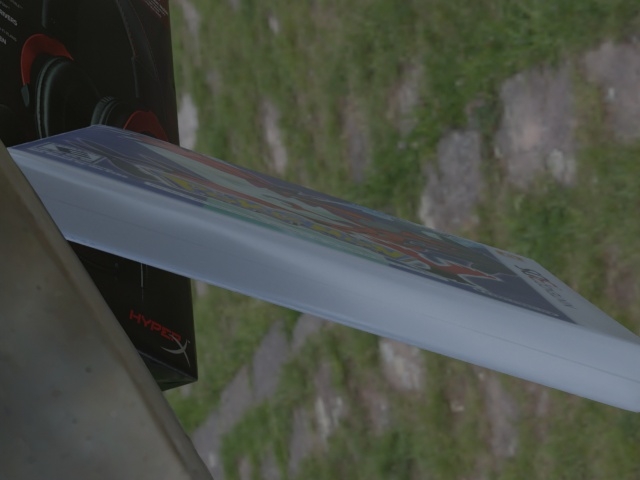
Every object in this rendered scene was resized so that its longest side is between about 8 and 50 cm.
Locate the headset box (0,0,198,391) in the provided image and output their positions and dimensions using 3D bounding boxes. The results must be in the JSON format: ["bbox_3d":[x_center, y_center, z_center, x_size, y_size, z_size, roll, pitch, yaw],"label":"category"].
[{"bbox_3d":[-0.174,-0.075,0.642,0.218,0.110,0.293,39,-142,-55],"label":"headset box"}]

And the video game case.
[{"bbox_3d":[0.000,0.000,0.435,0.183,0.201,0.023,-105,32,-82],"label":"video game case"}]

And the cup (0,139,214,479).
[{"bbox_3d":[-0.158,0.041,0.156,0.331,0.237,0.331,56,174,9],"label":"cup"}]
